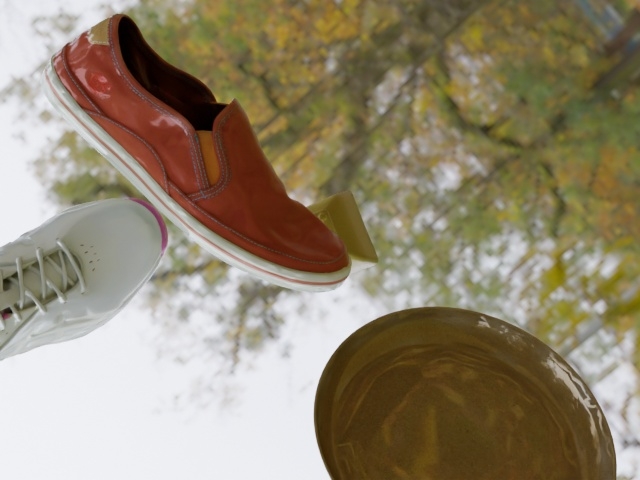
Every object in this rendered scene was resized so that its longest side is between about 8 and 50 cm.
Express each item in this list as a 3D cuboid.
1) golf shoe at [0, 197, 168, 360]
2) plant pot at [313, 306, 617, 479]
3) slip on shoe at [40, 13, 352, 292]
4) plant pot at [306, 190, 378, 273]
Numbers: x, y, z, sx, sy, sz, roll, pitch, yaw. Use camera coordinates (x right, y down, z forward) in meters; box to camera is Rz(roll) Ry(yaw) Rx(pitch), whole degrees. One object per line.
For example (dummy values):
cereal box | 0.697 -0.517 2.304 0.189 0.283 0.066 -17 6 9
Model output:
golf shoe | -0.277 0.058 1.294 0.115 0.306 0.140 61 -179 -3
plant pot | 0.107 0.153 1.096 0.236 0.032 0.236 8 -131 -9
slip on shoe | -0.096 -0.074 1.294 0.331 0.101 0.123 41 -156 -8
plant pot | 0.000 0.000 1.426 0.083 0.082 0.081 4 -116 -78
